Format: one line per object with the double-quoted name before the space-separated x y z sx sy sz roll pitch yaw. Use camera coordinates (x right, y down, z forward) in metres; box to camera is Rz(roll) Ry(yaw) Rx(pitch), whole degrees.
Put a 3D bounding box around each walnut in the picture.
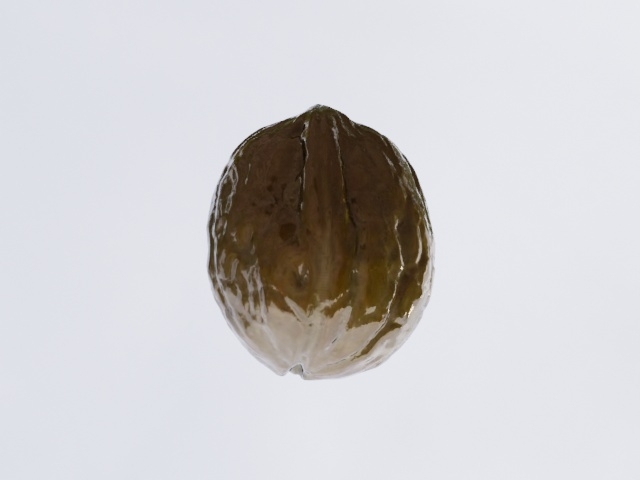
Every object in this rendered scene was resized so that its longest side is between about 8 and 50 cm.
"walnut" 0.000 0.000 0.801 0.105 0.105 0.124 6 -105 -10
